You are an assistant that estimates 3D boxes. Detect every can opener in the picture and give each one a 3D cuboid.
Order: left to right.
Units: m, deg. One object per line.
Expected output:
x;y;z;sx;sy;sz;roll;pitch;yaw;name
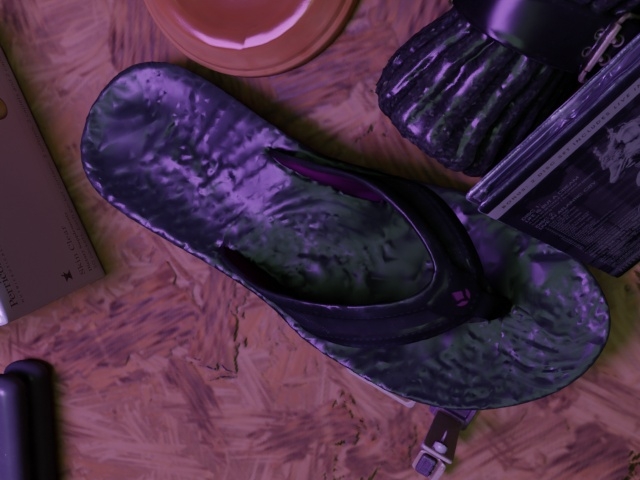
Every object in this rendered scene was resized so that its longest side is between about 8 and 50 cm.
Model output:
-0.326;0.260;0.799;0.095;0.076;0.283;6;104;16;can opener

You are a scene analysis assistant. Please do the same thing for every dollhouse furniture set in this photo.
0.061;0.147;0.639;0.114;0.081;0.091;30;111;9;dollhouse furniture set

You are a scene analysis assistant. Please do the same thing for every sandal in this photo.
-0.002;0.002;0.593;0.446;0.107;0.167;25;95;11;sandal

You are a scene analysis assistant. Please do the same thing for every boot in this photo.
0.109;-0.153;0.399;0.260;0.348;0.131;-40;67;29;boot

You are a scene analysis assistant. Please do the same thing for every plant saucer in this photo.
-0.062;-0.228;0.608;0.200;0.037;0.200;4;104;17;plant saucer

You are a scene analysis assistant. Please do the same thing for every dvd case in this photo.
0.206;-0.052;0.483;0.164;0.221;0.018;-45;54;22;dvd case

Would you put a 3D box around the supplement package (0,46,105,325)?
-0.359;-0.036;0.696;0.204;0.145;0.262;-21;97;22;supplement package
